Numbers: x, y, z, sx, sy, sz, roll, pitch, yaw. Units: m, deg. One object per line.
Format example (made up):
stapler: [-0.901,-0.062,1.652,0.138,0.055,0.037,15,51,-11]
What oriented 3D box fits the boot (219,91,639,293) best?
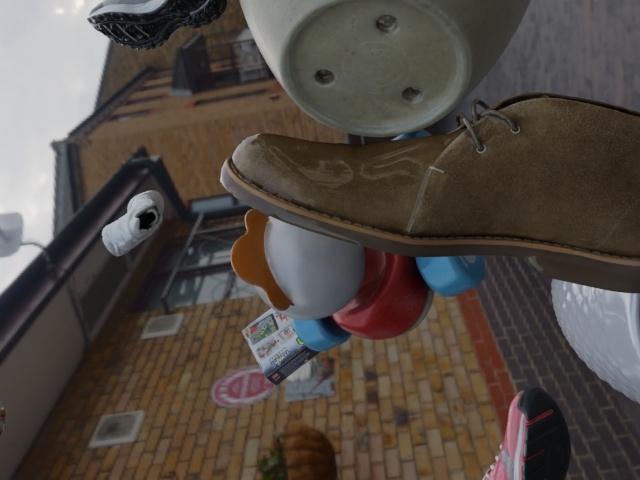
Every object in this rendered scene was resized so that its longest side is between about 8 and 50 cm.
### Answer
boot: [0.091,-0.050,0.470,0.112,0.305,0.115,-99,19,-63]

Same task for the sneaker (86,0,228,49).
sneaker: [-0.262,-0.391,1.178,0.100,0.272,0.108,37,-130,-55]

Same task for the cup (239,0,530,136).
cup: [0.058,-0.240,0.688,0.331,0.331,0.237,75,-161,-54]

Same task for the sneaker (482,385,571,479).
sneaker: [0.283,0.370,1.082,0.136,0.116,0.313,4,94,50]

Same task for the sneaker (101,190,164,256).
sneaker: [-0.236,-0.030,0.981,0.053,0.061,0.152,57,-159,-19]

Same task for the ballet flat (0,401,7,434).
ballet flat: [-0.450,0.173,0.734,0.077,0.241,0.091,134,146,-75]

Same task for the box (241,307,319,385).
box: [-0.023,0.133,1.200,0.036,0.207,0.114,50,-176,-48]

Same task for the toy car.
toy car: [0.000,0.000,0.727,0.238,0.219,0.210,5,-116,-51]

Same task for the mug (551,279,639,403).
mug: [0.471,0.067,0.858,0.328,0.374,0.276,-175,88,-87]
